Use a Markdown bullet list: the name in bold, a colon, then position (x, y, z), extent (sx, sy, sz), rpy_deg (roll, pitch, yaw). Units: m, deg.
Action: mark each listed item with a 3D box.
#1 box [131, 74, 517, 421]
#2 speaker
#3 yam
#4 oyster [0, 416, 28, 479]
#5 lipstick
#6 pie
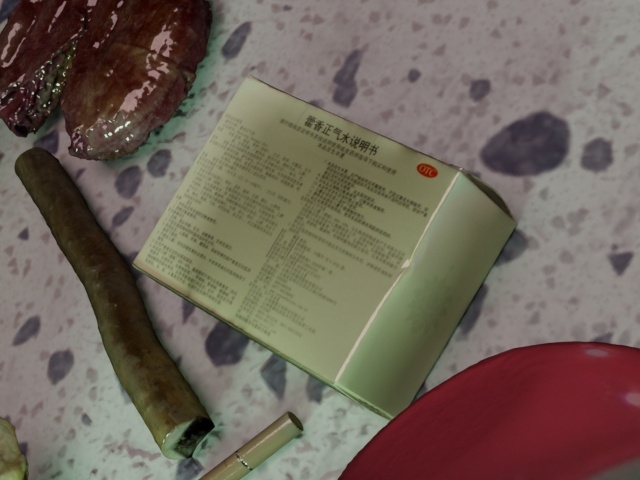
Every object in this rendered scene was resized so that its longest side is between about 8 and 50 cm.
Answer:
- **box**: position (0.000, 0.000, 1.079), extent (0.212, 0.095, 0.168), rpy_deg (28, 87, 38)
- **speaker**: position (0.140, 0.205, 0.795), extent (0.294, 0.294, 0.294), rpy_deg (-14, 61, 28)
- **yam**: position (-0.166, 0.039, 1.205), extent (0.327, 0.045, 0.045), rpy_deg (54, 138, 39)
- **oyster**: position (-0.315, 0.278, 1.156), extent (0.271, 0.100, 0.275), rpy_deg (-14, 74, 30)
- **lipstick**: position (-0.053, 0.153, 1.090), extent (0.094, 0.019, 0.019), rpy_deg (-38, 53, 12)
- **pie**: position (-0.183, -0.160, 1.301), extent (0.204, 0.054, 0.219), rpy_deg (-51, 48, 1)
